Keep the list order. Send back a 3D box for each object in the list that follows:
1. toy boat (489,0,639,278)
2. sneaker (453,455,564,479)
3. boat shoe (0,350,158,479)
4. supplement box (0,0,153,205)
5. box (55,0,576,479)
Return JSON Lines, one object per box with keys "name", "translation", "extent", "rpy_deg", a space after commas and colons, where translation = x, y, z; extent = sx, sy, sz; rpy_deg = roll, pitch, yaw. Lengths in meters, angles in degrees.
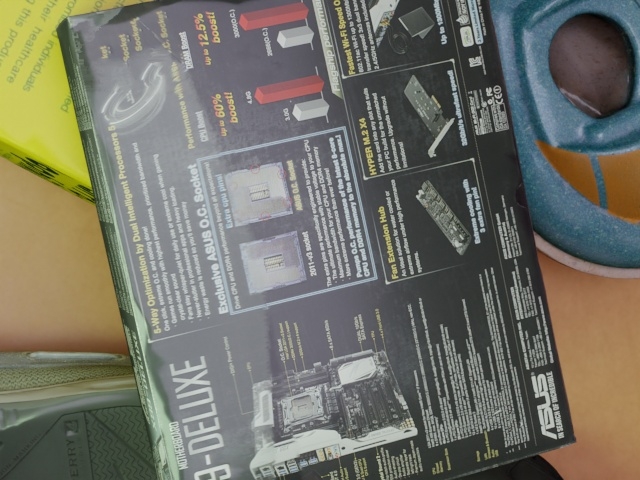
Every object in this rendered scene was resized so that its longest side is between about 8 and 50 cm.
{"name": "toy boat", "translation": [0.144, -0.063, 1.046], "extent": [0.318, 0.148, 0.267], "rpy_deg": [-30, 99, -12]}
{"name": "sneaker", "translation": [0.104, 0.201, 1.070], "extent": [0.286, 0.109, 0.130], "rpy_deg": [28, 54, -3]}
{"name": "boat shoe", "translation": [-0.242, 0.126, 0.984], "extent": [0.320, 0.103, 0.118], "rpy_deg": [-5, 111, -9]}
{"name": "supplement box", "translation": [-0.129, -0.124, 0.950], "extent": [0.356, 0.194, 0.195], "rpy_deg": [28, 85, -13]}
{"name": "box", "translation": [0.000, 0.000, 0.849], "extent": [0.242, 0.076, 0.307], "rpy_deg": [-14, 96, -14]}
